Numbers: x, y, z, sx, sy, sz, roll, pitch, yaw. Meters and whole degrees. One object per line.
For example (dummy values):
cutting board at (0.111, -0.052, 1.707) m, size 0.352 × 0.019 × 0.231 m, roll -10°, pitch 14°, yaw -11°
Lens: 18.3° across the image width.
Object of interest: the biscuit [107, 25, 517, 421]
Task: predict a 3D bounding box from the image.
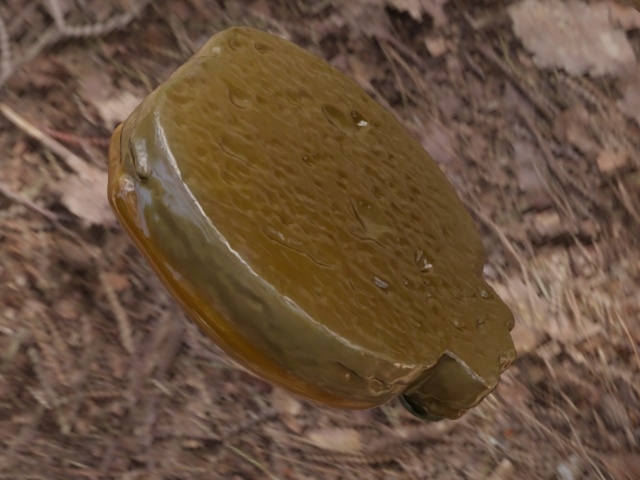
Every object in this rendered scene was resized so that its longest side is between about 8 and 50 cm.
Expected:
biscuit at (-0.003, 0.002, 0.710) m, size 0.050 × 0.170 × 0.170 m, roll -46°, pitch 69°, yaw 29°

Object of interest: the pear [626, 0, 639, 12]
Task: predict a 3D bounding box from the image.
pear at (0.173, -0.241, 0.671) m, size 0.191 × 0.386 × 0.340 m, roll 35°, pitch 116°, yaw 8°
